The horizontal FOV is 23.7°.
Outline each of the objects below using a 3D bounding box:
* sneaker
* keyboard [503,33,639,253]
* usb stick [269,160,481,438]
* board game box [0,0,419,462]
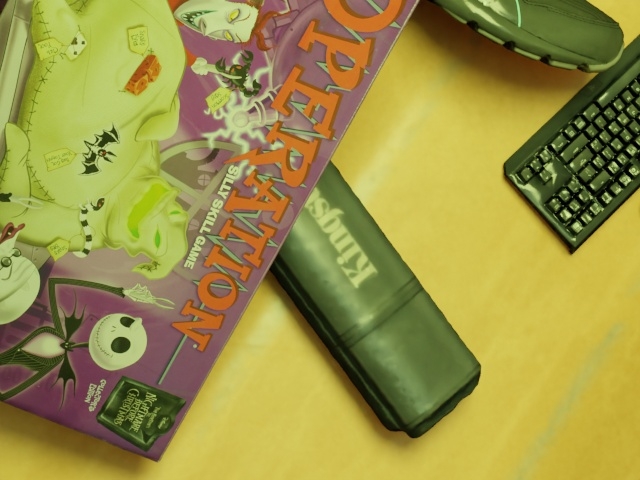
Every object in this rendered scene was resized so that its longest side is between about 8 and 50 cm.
[{"bbox_3d":[0.089,-0.197,0.981,0.267,0.101,0.106,27,100,-10],"label":"sneaker"},{"bbox_3d":[0.220,-0.068,1.052,0.180,0.023,0.108,-43,95,-14],"label":"keyboard"},{"bbox_3d":[0.000,0.000,0.977,0.077,0.045,0.278,-37,93,-14],"label":"usb stick"},{"bbox_3d":[-0.105,-0.058,0.871,0.208,0.056,0.347,24,103,-25],"label":"board game box"}]
